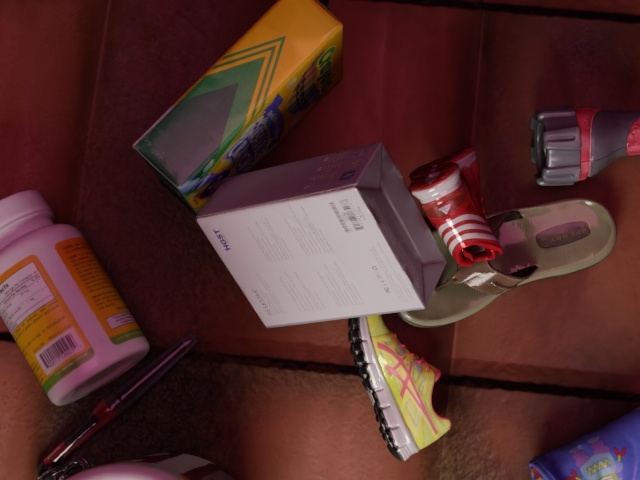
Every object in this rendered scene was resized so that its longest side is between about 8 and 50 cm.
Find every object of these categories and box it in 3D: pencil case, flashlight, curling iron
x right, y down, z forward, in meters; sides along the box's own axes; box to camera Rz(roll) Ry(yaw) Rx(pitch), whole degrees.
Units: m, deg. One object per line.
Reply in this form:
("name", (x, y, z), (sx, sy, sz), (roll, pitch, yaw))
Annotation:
("pencil case", (0.407, 0.263, 1.292), (0.306, 0.119, 0.133), (-24, 58, -1))
("flashlight", (0.423, -0.128, 1.365), (0.304, 0.103, 0.103), (-3, 80, 2))
("curling iron", (-0.252, 0.219, 1.362), (0.068, 0.035, 0.274), (42, 85, 3))

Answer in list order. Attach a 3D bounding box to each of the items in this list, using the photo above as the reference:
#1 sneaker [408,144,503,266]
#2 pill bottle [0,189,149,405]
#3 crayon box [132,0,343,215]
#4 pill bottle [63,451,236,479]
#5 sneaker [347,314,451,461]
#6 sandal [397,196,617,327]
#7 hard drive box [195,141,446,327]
("sneaker", (0.167, -0.035, 1.319), (0.087, 0.221, 0.128), (-22, 97, 22))
("pill bottle", (-0.329, 0.066, 1.337), (0.136, 0.136, 0.245), (-32, 81, -4))
("crayon box", (-0.074, -0.181, 1.336), (0.083, 0.203, 0.323), (43, 85, 7))
("pill bottle", (-0.176, 0.343, 1.159), (0.224, 0.392, 0.224), (0, 81, 2))
("sneaker", (0.099, 0.161, 1.346), (0.094, 0.081, 0.208), (-19, 87, -9))
("sandal", (0.226, 0.013, 1.355), (0.303, 0.086, 0.120), (-22, 81, -2))
("hard drive box", (0.000, 0.000, 1.265), (0.232, 0.181, 0.089), (-9, 34, 34))
